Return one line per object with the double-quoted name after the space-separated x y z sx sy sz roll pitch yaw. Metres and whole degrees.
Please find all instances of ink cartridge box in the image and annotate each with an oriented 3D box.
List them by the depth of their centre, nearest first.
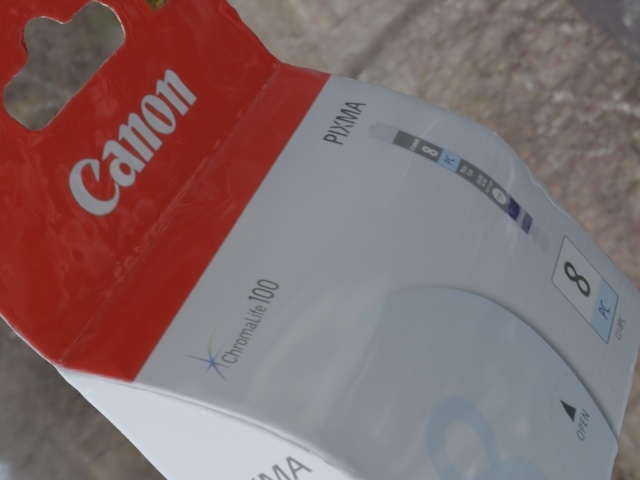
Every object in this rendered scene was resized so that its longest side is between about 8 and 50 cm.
0.000 0.000 0.787 0.385 0.091 0.308 48 -145 -14 "ink cartridge box"
